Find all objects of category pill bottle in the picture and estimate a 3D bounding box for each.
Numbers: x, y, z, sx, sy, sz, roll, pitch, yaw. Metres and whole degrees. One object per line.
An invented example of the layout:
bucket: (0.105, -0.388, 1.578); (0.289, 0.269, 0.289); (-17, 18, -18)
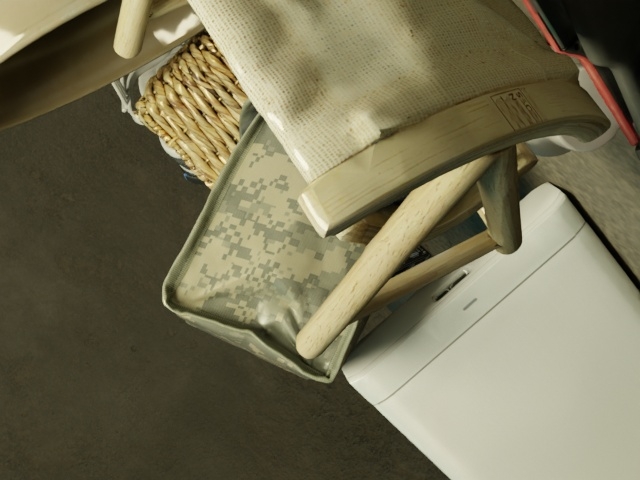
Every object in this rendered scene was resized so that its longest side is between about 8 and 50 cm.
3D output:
pill bottle: (0.126, -0.085, 0.575); (0.065, 0.065, 0.116); (46, 176, -26)

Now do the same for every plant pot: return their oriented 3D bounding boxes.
plant pot: (-0.237, -0.275, 0.773); (0.280, 0.323, 0.323); (60, 174, -5)

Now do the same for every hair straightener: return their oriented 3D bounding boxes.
hair straightener: (0.155, -0.077, 0.463); (0.230, 0.047, 0.089); (53, 171, -33)

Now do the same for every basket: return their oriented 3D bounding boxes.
basket: (-0.016, -0.149, 1.103); (0.299, 0.223, 0.213); (45, -151, -14)

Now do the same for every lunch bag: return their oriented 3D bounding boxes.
lunch bag: (-0.004, -0.036, 0.824); (0.169, 0.287, 0.235); (26, 172, -1)

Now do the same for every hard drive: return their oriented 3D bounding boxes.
hard drive: (0.214, 0.147, 0.867); (0.353, 0.233, 0.047); (46, -176, -27)

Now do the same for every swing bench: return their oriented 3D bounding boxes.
swing bench: (0.002, -0.104, 0.494); (0.253, 0.165, 0.254); (59, 168, 15)

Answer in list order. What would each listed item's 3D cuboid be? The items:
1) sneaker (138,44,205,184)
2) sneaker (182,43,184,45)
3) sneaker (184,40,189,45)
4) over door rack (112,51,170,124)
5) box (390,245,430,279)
sneaker: (-0.186, -0.162, 1.314); (0.121, 0.079, 0.216); (66, -173, -52)
sneaker: (-0.210, -0.286, 1.534); (0.279, 0.107, 0.118); (48, -176, -18)
sneaker: (-0.078, -0.181, 1.289); (0.125, 0.140, 0.340); (-91, -20, -60)
over door rack: (-0.262, -0.333, 1.168); (0.239, 0.108, 0.324); (70, 177, -56)
box: (0.000, 0.000, 1.489); (0.242, 0.076, 0.307); (42, -151, 17)
